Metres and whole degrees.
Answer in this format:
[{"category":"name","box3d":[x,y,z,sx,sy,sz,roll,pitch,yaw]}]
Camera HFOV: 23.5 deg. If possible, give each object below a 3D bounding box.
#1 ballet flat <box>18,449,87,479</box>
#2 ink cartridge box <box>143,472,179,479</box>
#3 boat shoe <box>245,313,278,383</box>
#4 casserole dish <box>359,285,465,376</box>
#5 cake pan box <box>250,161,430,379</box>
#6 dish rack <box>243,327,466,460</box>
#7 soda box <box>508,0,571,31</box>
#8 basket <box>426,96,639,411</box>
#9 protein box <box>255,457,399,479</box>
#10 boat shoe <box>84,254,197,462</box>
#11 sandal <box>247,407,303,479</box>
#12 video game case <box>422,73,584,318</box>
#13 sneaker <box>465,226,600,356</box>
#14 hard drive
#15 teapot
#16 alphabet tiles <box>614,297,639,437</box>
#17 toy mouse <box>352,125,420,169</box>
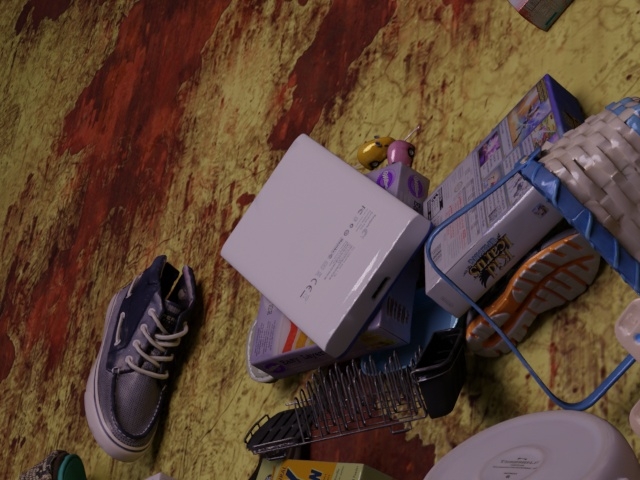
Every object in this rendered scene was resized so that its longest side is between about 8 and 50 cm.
[{"category":"ballet flat","box3d":[-0.416,0.440,2.267,0.483,0.182,0.164,-135,32,-70]},{"category":"ink cartridge box","box3d":[-0.213,0.432,2.153,0.061,0.104,0.181,-29,44,41]},{"category":"boat shoe","box3d":[-0.044,0.106,2.215,0.081,0.068,0.227,7,70,26]},{"category":"casserole dish","box3d":[0.123,0.121,1.990,0.188,0.037,0.114,-21,49,45]},{"category":"cake pan box","box3d":[0.027,0.039,2.078,0.246,0.070,0.266,-16,53,40]},{"category":"dish rack","box3d":[0.041,0.185,1.830,0.272,0.074,0.208,-14,5,13]},{"category":"soda box","box3d":[0.332,-0.375,2.071,0.183,0.058,0.063,-49,33,16]},{"category":"basket","box3d":[0.293,0.009,1.640,0.289,0.255,0.201,-41,7,1]},{"category":"protein box","box3d":[0.043,0.349,1.762,0.200,0.201,0.136,-7,59,53]},{"category":"boat shoe","box3d":[-0.277,0.174,2.425,0.158,0.127,0.340,-45,33,37]},{"category":"sandal","box3d":[-0.057,0.325,2.070,0.090,0.060,0.219,-26,30,34]},{"category":"video game case","box3d":[0.228,-0.059,1.889,0.244,0.061,0.269,-48,15,21]},{"category":"sneaker","box3d":[0.246,0.047,1.835,0.215,0.084,0.083,-43,31,28]},{"category":"hard drive","box3d":[0.000,0.000,2.046,0.210,0.040,0.319,-56,36,3]},{"category":"teapot","box3d":[0.232,0.304,1.559,0.253,0.187,0.256,-25,17,0]},{"category":"alphabet tiles","box3d":[0.417,0.118,1.463,0.278,0.021,0.284,48,121,31]},{"category":"toy mouse","box3d":[0.086,-0.100,2.224,0.161,0.031,0.143,-37,38,32]}]
